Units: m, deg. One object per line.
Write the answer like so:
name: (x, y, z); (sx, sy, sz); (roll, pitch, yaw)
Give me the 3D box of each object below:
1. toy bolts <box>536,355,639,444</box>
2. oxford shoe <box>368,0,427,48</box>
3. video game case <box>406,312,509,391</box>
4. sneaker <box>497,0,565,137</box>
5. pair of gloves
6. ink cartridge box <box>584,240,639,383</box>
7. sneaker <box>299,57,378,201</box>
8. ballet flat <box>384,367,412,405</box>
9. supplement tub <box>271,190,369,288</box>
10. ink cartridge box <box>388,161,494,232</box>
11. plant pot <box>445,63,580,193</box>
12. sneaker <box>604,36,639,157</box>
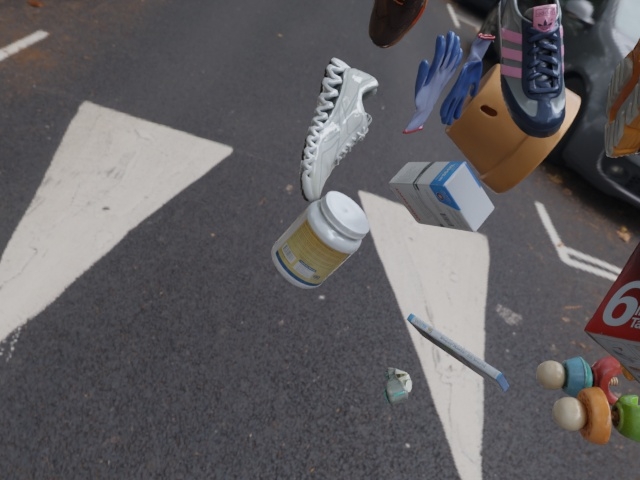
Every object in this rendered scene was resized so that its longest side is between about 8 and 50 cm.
toy bolts: (0.520, 0.262, 1.039); (0.159, 0.218, 0.228); (3, 0, 8)
oxford shoe: (0.139, -0.438, 0.898); (0.097, 0.271, 0.098); (35, 48, 7)
video game case: (0.223, 0.182, 0.868); (0.166, 0.015, 0.119); (33, -6, 33)
sneaker: (0.389, -0.351, 0.974); (0.112, 0.131, 0.318); (-8, 80, 3)
pair of gloves: (0.199, -0.244, 0.828); (0.023, 0.159, 0.198); (41, 42, 26)
ink cartridge box: (0.470, 0.036, 0.508); (0.130, 0.309, 0.271); (41, 78, -12)
sneaker: (0.033, -0.211, 1.056); (0.118, 0.292, 0.110); (17, -6, -3)
ballet flat: (0.209, 0.379, 1.411); (0.213, 0.068, 0.072); (-8, 76, -81)
supplement tub: (0.000, 0.000, 1.198); (0.144, 0.199, 0.144); (30, 33, -22)
ink cartridge box: (0.280, -0.107, 1.261); (0.148, 0.086, 0.203); (49, -15, -26)
plant pot: (0.444, -0.287, 1.307); (0.204, 0.291, 0.291); (35, 35, -2)
sneaker: (0.223, -0.098, 0.297); (0.083, 0.084, 0.215); (6, 0, 16)
